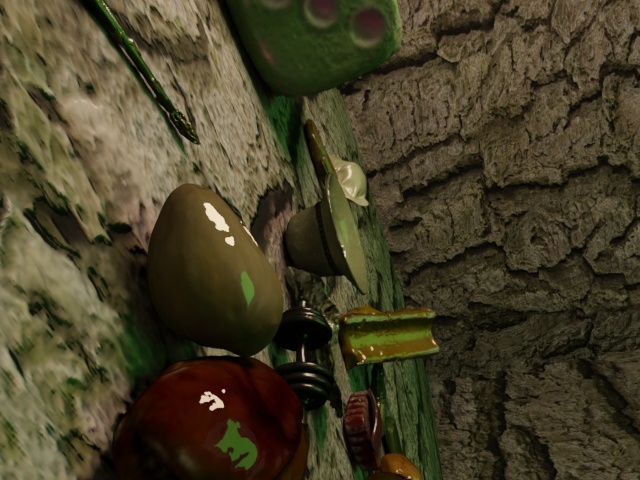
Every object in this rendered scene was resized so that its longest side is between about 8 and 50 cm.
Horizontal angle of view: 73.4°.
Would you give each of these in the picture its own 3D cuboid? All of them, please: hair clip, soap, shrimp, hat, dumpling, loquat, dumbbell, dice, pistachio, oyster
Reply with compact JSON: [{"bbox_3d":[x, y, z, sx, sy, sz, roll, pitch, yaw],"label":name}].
[{"bbox_3d":[0.120,0.391,0.944,0.137,0.022,0.054,-84,158,-56],"label":"hair clip"},{"bbox_3d":[0.115,0.273,1.240,0.339,0.305,0.169,4,75,-34],"label":"soap"},{"bbox_3d":[0.171,0.460,1.254,0.126,0.048,0.223,72,19,-48],"label":"shrimp"},{"bbox_3d":[0.000,0.000,0.878,0.257,0.130,0.256,-15,90,-77],"label":"hat"},{"bbox_3d":[0.076,-0.208,1.450,0.167,0.126,0.215,13,70,-44],"label":"dumpling"},{"bbox_3d":[0.189,0.600,1.066,0.137,0.113,0.137,178,-90,-76],"label":"loquat"},{"bbox_3d":[-0.029,0.179,0.657,0.208,0.099,0.099,-91,161,-45],"label":"dumbbell"},{"bbox_3d":[0.016,-0.237,1.347,0.169,0.058,0.295,-52,122,-75],"label":"shrimp"},{"bbox_3d":[-0.014,-0.533,0.967,0.318,0.331,0.322,-91,161,-56],"label":"dice"},{"bbox_3d":[-0.110,0.032,0.440,0.124,0.125,0.184,9,65,-75],"label":"pistachio"},{"bbox_3d":[0.006,0.191,0.801,0.199,0.087,0.251,-100,176,-58],"label":"oyster"}]

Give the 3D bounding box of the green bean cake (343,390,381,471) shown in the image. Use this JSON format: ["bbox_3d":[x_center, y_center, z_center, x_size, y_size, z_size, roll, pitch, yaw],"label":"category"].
[{"bbox_3d":[0.096,0.429,0.975,0.135,0.057,0.135,-46,120,-73],"label":"green bean cake"}]

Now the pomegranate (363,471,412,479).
[{"bbox_3d":[0.128,0.548,0.797,0.209,0.180,0.180,-63,147,-23],"label":"pomegranate"}]

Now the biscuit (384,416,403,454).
[{"bbox_3d":[0.235,0.685,1.277,0.099,0.038,0.321,-20,99,-80],"label":"biscuit"}]

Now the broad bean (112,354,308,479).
[{"bbox_3d":[-0.087,0.179,0.395,0.156,0.122,0.228,48,-1,20],"label":"broad bean"}]

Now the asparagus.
[{"bbox_3d":[-0.210,-0.206,0.503,0.023,0.022,0.232,26,-25,44],"label":"asparagus"}]
